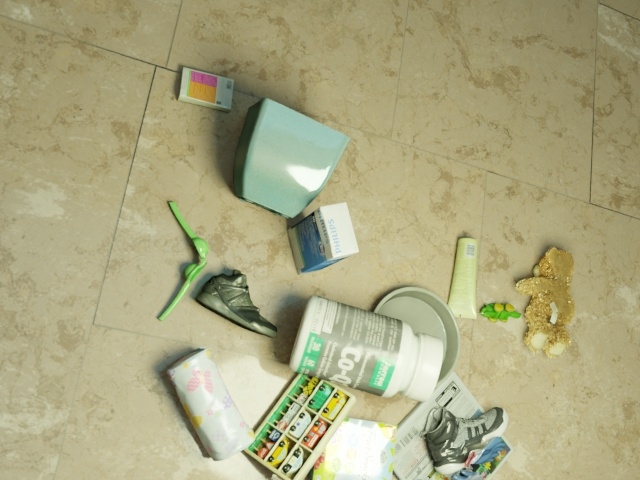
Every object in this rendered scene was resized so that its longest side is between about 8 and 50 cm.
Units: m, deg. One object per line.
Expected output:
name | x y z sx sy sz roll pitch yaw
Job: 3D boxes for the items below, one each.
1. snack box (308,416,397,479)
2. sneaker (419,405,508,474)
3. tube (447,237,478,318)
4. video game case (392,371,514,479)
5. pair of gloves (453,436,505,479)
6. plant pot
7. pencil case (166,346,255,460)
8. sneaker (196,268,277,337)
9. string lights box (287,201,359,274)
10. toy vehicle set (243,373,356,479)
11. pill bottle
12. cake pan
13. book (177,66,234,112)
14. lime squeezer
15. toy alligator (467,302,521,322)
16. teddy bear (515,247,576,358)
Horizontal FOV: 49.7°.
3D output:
snack box | 0.085 0.552 1.799 0.207 0.070 0.174 10 74 -9
sneaker | 0.392 0.504 1.894 0.268 0.101 0.153 -32 93 -23
tube | 0.428 0.113 2.065 0.062 0.070 0.240 18 71 -25
video game case | 0.354 0.586 1.937 0.329 0.036 0.300 -40 94 -26
pair of gloves | 0.416 0.604 1.850 0.159 0.023 0.198 5 117 -44
plant pot | -0.105 -0.199 1.830 0.247 0.247 0.252 22 87 -16
pencil case | -0.265 0.399 1.688 0.124 0.113 0.273 -29 90 -32
sneaker | -0.193 0.158 1.788 0.227 0.087 0.130 32 74 -7
string lights box | 0.000 0.000 1.808 0.076 0.259 0.133 -11 83 -24
toy vehicle set | -0.050 0.466 1.747 0.166 0.035 0.267 24 62 29
pill bottle | 0.116 0.283 1.775 0.361 0.204 0.204 16 72 -1
cake pan | 0.259 0.280 1.960 0.293 0.054 0.293 5 76 -21
book | -0.314 -0.416 1.906 0.144 0.035 0.096 11 71 -20
lime squeezer | -0.344 0.053 1.770 0.110 0.059 0.310 7 76 -21
toy alligator | 0.517 0.211 2.084 0.189 0.056 0.051 4 35 -21
teddy bear | 0.696 0.194 2.127 0.245 0.113 0.338 0 81 -26
